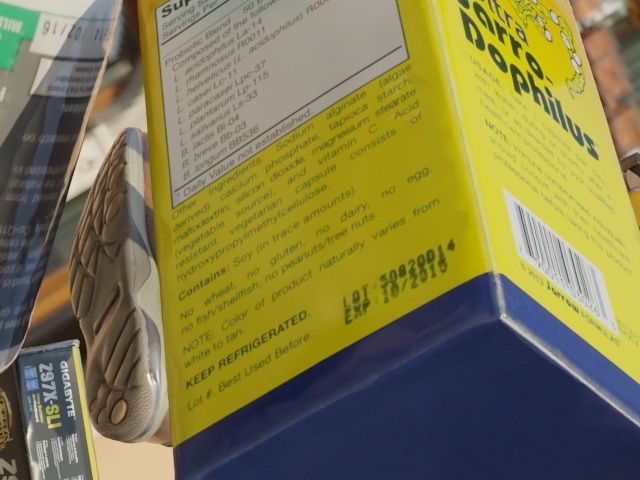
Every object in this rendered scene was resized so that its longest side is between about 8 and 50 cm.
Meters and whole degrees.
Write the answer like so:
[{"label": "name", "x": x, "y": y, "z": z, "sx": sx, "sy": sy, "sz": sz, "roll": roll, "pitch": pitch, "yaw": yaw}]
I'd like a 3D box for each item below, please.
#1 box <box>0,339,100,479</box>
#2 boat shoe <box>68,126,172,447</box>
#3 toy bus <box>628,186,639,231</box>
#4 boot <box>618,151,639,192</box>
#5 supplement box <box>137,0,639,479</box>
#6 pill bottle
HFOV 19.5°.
[{"label": "box", "x": -0.293, "y": 0.265, "z": 1.722, "sx": 0.257, "sy": 0.079, "sz": 0.322, "roll": -12, "pitch": -94, "yaw": 49}, {"label": "boat shoe", "x": -0.126, "y": 0.040, "z": 1.499, "sx": 0.123, "sy": 0.116, "sz": 0.324, "roll": -54, "pitch": -148, "yaw": 37}, {"label": "toy bus", "x": 0.305, "y": 0.119, "z": 1.531, "sx": 0.130, "sy": 0.108, "sz": 0.332, "roll": -26, "pitch": 116, "yaw": -69}, {"label": "boot", "x": 0.255, "y": -0.030, "z": 1.660, "sx": 0.042, "sy": 0.087, "sz": 0.118, "roll": 44, "pitch": 26, "yaw": -14}, {"label": "supplement box", "x": 0.043, "y": -0.014, "z": 1.013, "sx": 0.195, "sy": 0.194, "sz": 0.356, "roll": 37, "pitch": 33, "yaw": -40}, {"label": "pill bottle", "x": -0.272, "y": -0.027, "z": 1.224, "sx": 0.204, "sy": 0.204, "sz": 0.361, "roll": 34, "pitch": -70, "yaw": 52}]
